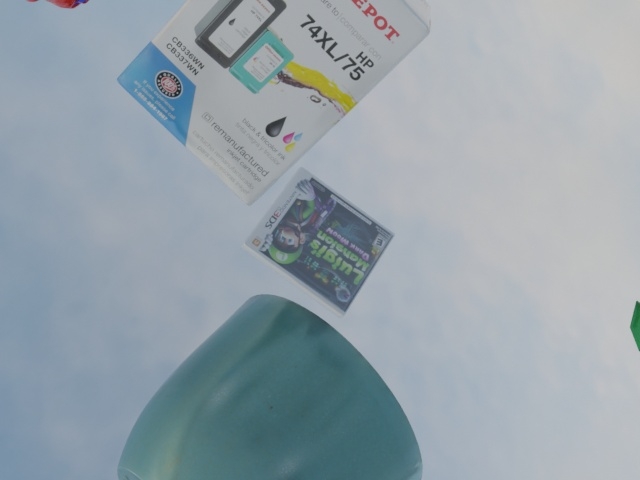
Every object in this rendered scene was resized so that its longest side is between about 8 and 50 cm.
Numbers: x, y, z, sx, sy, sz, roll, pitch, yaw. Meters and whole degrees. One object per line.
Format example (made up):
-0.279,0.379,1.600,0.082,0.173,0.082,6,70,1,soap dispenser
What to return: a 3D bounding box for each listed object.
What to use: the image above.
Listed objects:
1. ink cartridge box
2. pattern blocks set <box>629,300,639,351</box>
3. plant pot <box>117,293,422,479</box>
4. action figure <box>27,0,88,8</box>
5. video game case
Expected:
-0.041,-0.220,0.907,0.198,0.270,0.197,43,-159,-11,ink cartridge box
0.311,0.023,0.421,0.026,0.325,0.285,31,-134,-26,pattern blocks set
-0.075,0.245,0.905,0.235,0.293,0.293,-38,-82,-29,plant pot
-0.125,-0.155,0.464,0.038,0.115,0.030,10,-110,-63,action figure
0.000,0.000,1.290,0.190,0.022,0.173,36,-118,-3,video game case
